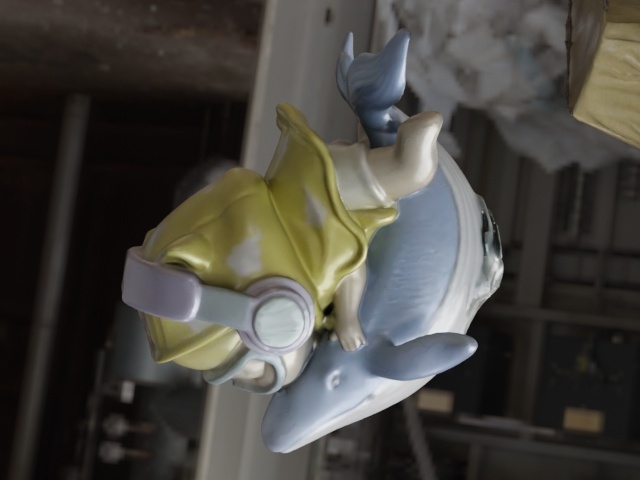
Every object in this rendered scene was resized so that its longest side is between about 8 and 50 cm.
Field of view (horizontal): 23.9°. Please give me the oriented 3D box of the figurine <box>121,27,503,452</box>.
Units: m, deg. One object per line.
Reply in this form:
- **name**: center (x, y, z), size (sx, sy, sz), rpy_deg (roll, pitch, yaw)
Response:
- **figurine**: center (0.000, 0.000, 0.727), size (0.183, 0.209, 0.128), rpy_deg (7, -177, -16)

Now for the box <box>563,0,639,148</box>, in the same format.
- **box**: center (0.184, -0.116, 0.778), size (0.111, 0.177, 0.111), rpy_deg (5, 138, 4)
